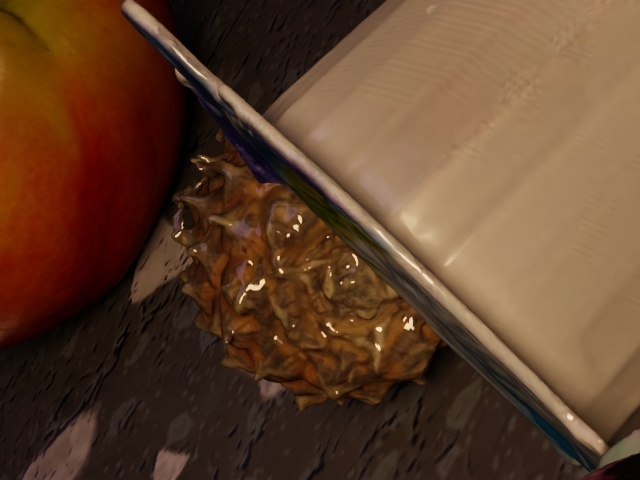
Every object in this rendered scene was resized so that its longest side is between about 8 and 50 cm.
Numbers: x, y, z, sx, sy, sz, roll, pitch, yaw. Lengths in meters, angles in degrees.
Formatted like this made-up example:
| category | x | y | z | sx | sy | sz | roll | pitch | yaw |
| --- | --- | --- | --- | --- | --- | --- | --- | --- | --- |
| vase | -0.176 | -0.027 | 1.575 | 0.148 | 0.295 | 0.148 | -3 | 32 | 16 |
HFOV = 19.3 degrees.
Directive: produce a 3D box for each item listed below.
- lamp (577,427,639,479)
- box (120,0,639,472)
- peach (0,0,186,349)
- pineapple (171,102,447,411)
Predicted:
| category | x | y | z | sx | sy | sz | roll | pitch | yaw |
| --- | --- | --- | --- | --- | --- | --- | --- | --- | --- |
| lamp | 0.077 | 0.172 | 0.584 | 0.301 | 0.247 | 0.247 | -35 | 41 | 50 |
| box | 0.091 | -0.060 | 0.773 | 0.206 | 0.291 | 0.262 | -45 | 7 | -3 |
| peach | -0.281 | -0.093 | 1.385 | 0.388 | 0.388 | 0.388 | -42 | 31 | 33 |
| pineapple | 0.000 | 0.000 | 0.988 | 0.166 | 0.166 | 0.193 | -57 | 14 | 7 |
